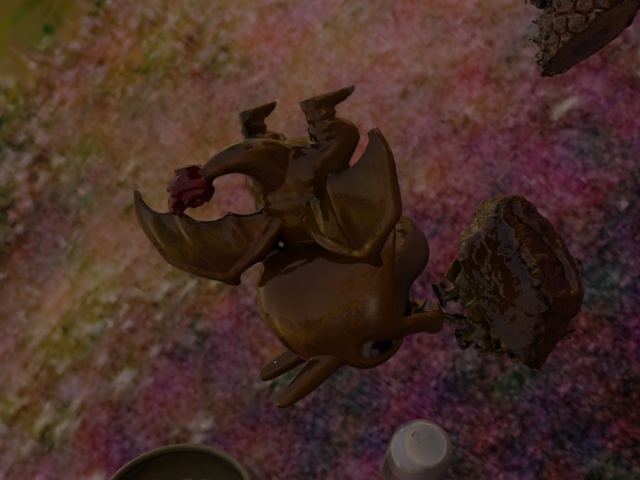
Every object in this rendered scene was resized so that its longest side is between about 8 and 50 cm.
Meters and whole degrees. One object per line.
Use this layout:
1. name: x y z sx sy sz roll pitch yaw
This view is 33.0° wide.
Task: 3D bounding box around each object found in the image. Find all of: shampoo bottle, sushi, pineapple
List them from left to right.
1. shampoo bottle: 0.107 0.278 1.295 0.192 0.074 0.074 100 -173 -58
2. sushi: 0.285 0.058 1.642 0.179 0.167 0.296 -42 64 46
3. pineapple: 0.471 -0.508 2.164 0.262 0.271 0.262 -32 -14 -9

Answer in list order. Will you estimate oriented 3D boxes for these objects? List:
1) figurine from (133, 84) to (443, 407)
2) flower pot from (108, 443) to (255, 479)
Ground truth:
1. figurine: -0.028 0.003 1.493 0.401 0.387 0.268 -12 15 22
2. flower pot: -0.235 0.537 1.888 0.308 0.244 0.307 -5 39 4
